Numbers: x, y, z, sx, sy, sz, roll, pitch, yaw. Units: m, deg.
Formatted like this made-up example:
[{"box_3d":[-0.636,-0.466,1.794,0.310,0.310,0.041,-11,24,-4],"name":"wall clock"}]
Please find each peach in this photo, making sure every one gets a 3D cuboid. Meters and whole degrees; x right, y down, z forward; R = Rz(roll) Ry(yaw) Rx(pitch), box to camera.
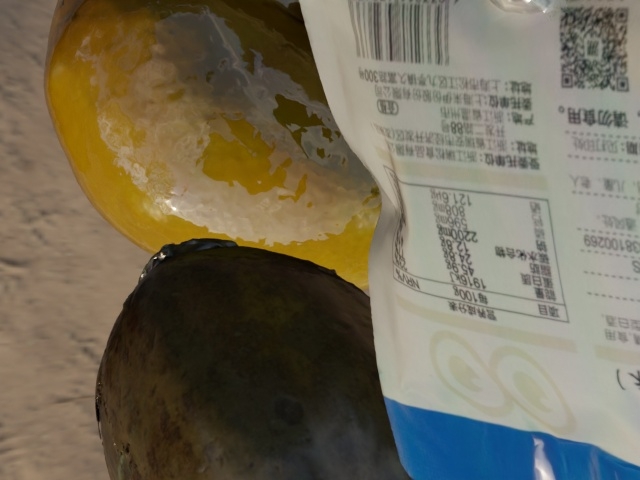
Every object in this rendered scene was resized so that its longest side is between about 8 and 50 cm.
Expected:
[{"box_3d":[-0.009,-0.090,0.941,0.251,0.153,0.251,4,73,-13],"name":"peach"}]

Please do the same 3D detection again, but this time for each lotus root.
[{"box_3d":[-0.013,0.080,0.666,0.120,0.120,0.209,-43,48,9],"name":"lotus root"}]

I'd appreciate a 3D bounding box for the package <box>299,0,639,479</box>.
[{"box_3d":[0.064,0.001,0.452,0.171,0.027,0.173,9,122,43],"name":"package"}]
